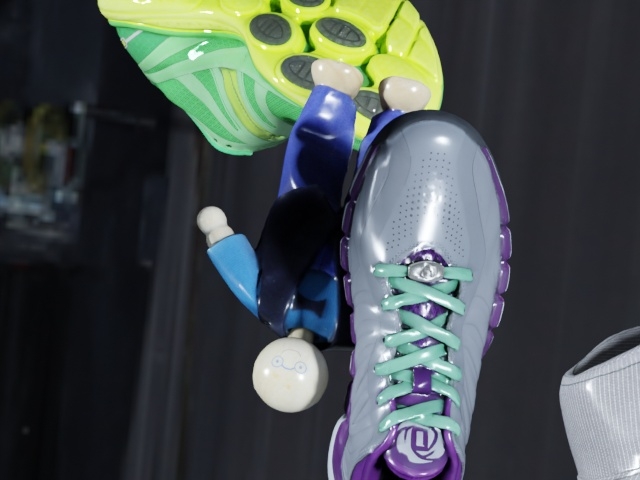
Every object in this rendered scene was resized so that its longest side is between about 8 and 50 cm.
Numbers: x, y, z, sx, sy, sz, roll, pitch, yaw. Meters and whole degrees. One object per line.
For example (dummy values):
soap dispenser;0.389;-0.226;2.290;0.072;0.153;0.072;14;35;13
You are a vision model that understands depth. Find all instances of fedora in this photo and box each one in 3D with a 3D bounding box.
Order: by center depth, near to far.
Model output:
fedora;0.262;0.112;1.127;0.275;0.124;0.244;-22;-3;-14

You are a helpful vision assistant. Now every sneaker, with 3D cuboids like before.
sneaker;0.052;0.055;0.759;0.083;0.223;0.098;1;21;-7
sneaker;-0.024;-0.115;1.060;0.109;0.123;0.295;-40;43;-22

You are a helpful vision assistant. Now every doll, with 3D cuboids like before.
doll;0.000;0.000;0.835;0.129;0.189;0.046;14;-24;-2
